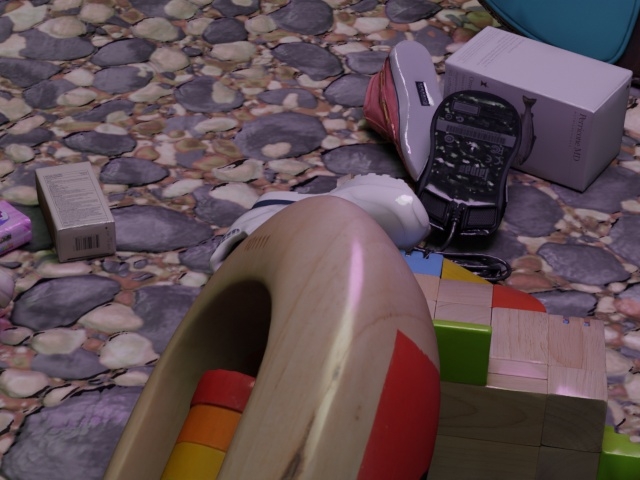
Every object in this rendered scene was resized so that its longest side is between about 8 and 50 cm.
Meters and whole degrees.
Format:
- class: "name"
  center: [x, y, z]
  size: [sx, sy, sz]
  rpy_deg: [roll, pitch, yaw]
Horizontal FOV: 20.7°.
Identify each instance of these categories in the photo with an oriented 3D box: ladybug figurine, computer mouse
- class: "ladybug figurine"
  center: [-0.043, 0.188, 1.232]
  size: [0.162, 0.449, 0.305]
  rpy_deg: [30, -16, -22]
- class: "computer mouse"
  center: [0.107, -0.051, 1.782]
  size: [0.184, 0.060, 0.262]
  rpy_deg: [9, 52, 1]

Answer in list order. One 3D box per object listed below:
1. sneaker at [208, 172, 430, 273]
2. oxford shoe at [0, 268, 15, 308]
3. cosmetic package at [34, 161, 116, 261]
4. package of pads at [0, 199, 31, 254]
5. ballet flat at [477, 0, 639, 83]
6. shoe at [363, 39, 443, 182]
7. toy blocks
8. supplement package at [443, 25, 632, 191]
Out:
- class: "sneaker"
  center: [0.000, 0.000, 1.640]
  size: [0.235, 0.090, 0.095]
  rpy_deg: [-11, 18, 44]
- class: "oxford shoe"
  center: [-0.503, 0.024, 1.592]
  size: [0.449, 0.169, 0.130]
  rpy_deg: [11, 76, -2]
- class: "cosmetic package"
  center: [-0.245, -0.030, 1.748]
  size: [0.060, 0.041, 0.115]
  rpy_deg: [-8, 36, -15]
- class: "package of pads"
  center: [-0.330, -0.005, 1.714]
  size: [0.050, 0.032, 0.083]
  rpy_deg: [32, 44, 33]
- class: "ballet flat"
  center: [0.398, -0.257, 2.054]
  size: [0.483, 0.164, 0.182]
  rpy_deg: [24, 18, 19]
- class: "shoe"
  center: [0.095, -0.123, 1.895]
  size: [0.063, 0.081, 0.178]
  rpy_deg: [3, 62, -26]
- class: "toy blocks"
  center: [0.094, 0.101, 1.502]
  size: [0.381, 0.190, 0.261]
  rpy_deg: [6, 24, 5]
- class: "supplement package"
  center: [0.232, -0.145, 1.894]
  size: [0.179, 0.105, 0.105]
  rpy_deg: [21, 38, 25]
